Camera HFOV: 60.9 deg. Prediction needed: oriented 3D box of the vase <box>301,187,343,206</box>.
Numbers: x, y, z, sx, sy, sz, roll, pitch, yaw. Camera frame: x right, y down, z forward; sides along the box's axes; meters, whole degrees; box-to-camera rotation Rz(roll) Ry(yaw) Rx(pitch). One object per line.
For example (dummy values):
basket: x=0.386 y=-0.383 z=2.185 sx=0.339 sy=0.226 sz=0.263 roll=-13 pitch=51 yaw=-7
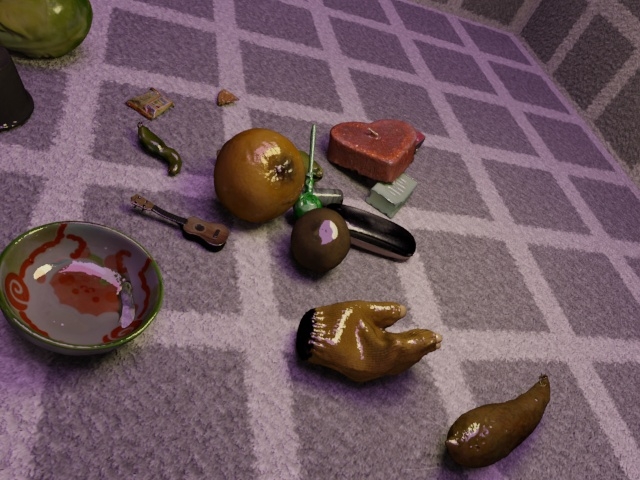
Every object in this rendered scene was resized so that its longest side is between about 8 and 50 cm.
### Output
vase: x=-0.035 y=-0.135 z=1.697 sx=0.212 sy=0.059 sz=0.059 roll=0 pitch=48 yaw=-20

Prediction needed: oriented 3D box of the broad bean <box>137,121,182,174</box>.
broad bean: x=-0.480 y=-0.273 z=1.612 sx=0.213 sy=0.048 sz=0.070 roll=47 pitch=44 yaw=16

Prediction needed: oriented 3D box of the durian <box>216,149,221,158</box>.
durian: x=-0.263 y=-0.242 z=1.682 sx=0.130 sy=0.066 sz=0.052 roll=31 pitch=41 yaw=-10

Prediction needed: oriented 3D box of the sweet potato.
sweet potato: x=0.445 y=0.441 z=1.319 sx=0.423 sy=0.130 sz=0.130 roll=-11 pitch=54 yaw=-37

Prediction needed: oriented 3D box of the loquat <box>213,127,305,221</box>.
loquat: x=-0.170 y=-0.180 z=1.530 sx=0.263 sy=0.263 sz=0.263 roll=14 pitch=43 yaw=-14

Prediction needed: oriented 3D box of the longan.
longan: x=0.000 y=0.000 z=1.506 sx=0.168 sy=0.167 sz=0.187 roll=21 pitch=43 yaw=-7

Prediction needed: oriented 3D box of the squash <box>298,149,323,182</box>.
squash: x=-0.036 y=-0.226 z=1.777 sx=0.090 sy=0.075 sz=0.200 roll=23 pitch=16 yaw=-33

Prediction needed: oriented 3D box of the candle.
candle: x=0.190 y=-0.320 z=1.883 sx=0.317 sy=0.131 sz=0.287 roll=-5 pitch=43 yaw=-10

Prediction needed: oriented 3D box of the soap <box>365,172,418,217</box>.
soap: x=0.247 y=-0.168 z=1.870 sx=0.115 sy=0.063 sz=0.198 roll=34 pitch=41 yaw=8

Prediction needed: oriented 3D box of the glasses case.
glasses case: x=0.151 y=-0.029 z=1.667 sx=0.315 sy=0.075 sz=0.122 roll=19 pitch=40 yaw=-14

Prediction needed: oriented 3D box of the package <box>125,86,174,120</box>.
package: x=-0.547 y=-0.442 z=1.761 sx=0.108 sy=0.031 sz=0.120 roll=34 pitch=47 yaw=8

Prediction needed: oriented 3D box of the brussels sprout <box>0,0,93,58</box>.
brussels sprout: x=-0.890 y=-0.710 z=1.698 sx=0.345 sy=0.268 sz=0.344 roll=-1 pitch=39 yaw=1

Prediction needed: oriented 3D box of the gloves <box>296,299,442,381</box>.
gloves: x=0.119 y=0.243 z=1.326 sx=0.357 sy=0.155 sz=0.203 roll=2 pitch=38 yaw=-4

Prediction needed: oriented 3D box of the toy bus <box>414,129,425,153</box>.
toy bus: x=0.342 y=-0.363 z=2.104 sx=0.065 sy=0.077 sz=0.192 roll=39 pitch=44 yaw=8

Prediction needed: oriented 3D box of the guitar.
guitar: x=-0.377 y=-0.049 z=1.447 sx=0.271 sy=0.038 sz=0.083 roll=24 pitch=41 yaw=-8

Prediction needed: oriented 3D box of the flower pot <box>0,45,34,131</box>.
flower pot: x=-0.918 y=-0.433 z=1.463 sx=0.269 sy=0.166 sz=0.268 roll=15 pitch=41 yaw=-14

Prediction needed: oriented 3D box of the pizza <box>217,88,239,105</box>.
pizza: x=-0.328 y=-0.498 z=1.933 sx=0.078 sy=0.025 sz=0.083 roll=14 pitch=50 yaw=-8

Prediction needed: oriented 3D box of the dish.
dish: x=-0.511 y=0.117 z=1.158 sx=0.325 sy=0.124 sz=0.324 roll=20 pitch=42 yaw=-19

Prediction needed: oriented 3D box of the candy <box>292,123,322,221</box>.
candy: x=-0.032 y=-0.200 z=1.639 sx=0.097 sy=0.097 sz=0.323 roll=8 pitch=76 yaw=-20
